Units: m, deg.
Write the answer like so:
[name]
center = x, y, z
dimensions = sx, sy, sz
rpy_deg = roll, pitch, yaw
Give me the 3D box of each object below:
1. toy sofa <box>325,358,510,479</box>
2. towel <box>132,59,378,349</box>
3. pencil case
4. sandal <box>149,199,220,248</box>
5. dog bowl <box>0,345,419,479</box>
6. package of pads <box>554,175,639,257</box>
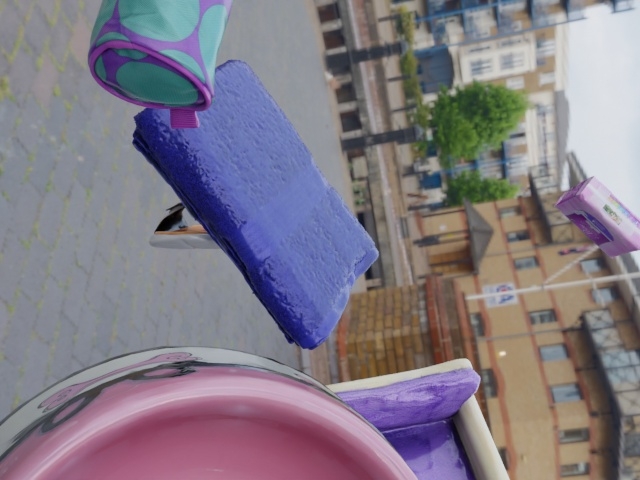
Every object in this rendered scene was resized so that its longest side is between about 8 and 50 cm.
[toy sofa]
center = 0.029, 0.265, 0.822
dimensions = 0.177, 0.362, 0.150
rpy_deg = 104, -25, -50
[towel]
center = -0.066, -0.046, 0.818
dimensions = 0.308, 0.076, 0.228
rpy_deg = 56, 31, -10
[pencil case]
center = -0.067, -0.139, 0.359
dimensions = 0.070, 0.064, 0.152
rpy_deg = 58, 41, -65
[sandal]
center = -0.146, -0.033, 0.940
dimensions = 0.265, 0.102, 0.076
rpy_deg = -24, 115, -80
[dog bowl]
center = -0.079, 0.267, 0.485
dimensions = 0.150, 0.408, 0.408
rpy_deg = 140, -55, -67
[package of pads]
center = 0.274, -0.021, 0.693
dimensions = 0.083, 0.032, 0.050
rpy_deg = 42, -18, -1
